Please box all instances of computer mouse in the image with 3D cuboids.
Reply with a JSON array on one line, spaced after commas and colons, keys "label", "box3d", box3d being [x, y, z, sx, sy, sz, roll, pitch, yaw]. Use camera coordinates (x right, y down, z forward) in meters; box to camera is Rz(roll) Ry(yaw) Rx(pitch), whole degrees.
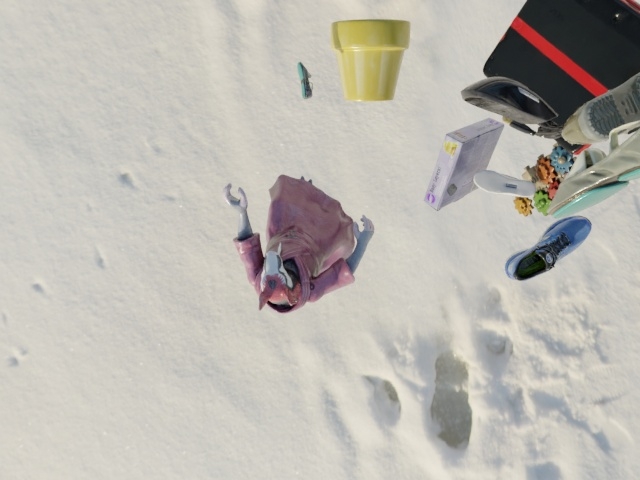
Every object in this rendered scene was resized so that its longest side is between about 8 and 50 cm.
[{"label": "computer mouse", "box3d": [0.389, -0.265, 1.006, 0.262, 0.184, 0.060, 18, 98, -8]}]

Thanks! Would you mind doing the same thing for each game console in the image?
[{"label": "game console", "box3d": [0.630, -0.463, 1.293, 0.387, 0.060, 0.342, 56, 140, 27]}]

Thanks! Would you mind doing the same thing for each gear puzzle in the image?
[{"label": "gear puzzle", "box3d": [0.689, -0.165, 1.597, 0.044, 0.339, 0.176, -21, 78, -16]}]

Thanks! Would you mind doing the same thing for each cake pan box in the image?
[{"label": "cake pan box", "box3d": [0.456, -0.245, 1.617, 0.070, 0.266, 0.246, 39, 137, 29]}]

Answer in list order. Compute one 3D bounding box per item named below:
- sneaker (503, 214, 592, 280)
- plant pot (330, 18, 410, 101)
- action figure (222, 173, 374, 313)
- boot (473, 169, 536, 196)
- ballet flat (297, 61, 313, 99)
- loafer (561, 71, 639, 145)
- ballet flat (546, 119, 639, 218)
[{"label": "sneaker", "box3d": [0.801, 0.042, 1.779, 0.330, 0.147, 0.130, -41, 93, 14]}, {"label": "plant pot", "box3d": [0.160, -0.575, 1.648, 0.254, 0.254, 0.239, 5, 110, 18]}, {"label": "action figure", "box3d": [-0.061, 0.029, 0.907, 0.248, 0.370, 0.276, 22, 120, 0]}, {"label": "boot", "box3d": [0.571, -0.173, 1.610, 0.190, 0.086, 0.069, 17, 95, 7]}, {"label": "ballet flat", "box3d": [-0.044, -0.492, 1.576, 0.041, 0.041, 0.114, -8, 94, 20]}, {"label": "loafer", "box3d": [0.512, -0.225, 0.876, 0.251, 0.087, 0.094, -19, 90, -21]}, {"label": "ballet flat", "box3d": [0.345, -0.090, 0.603, 0.072, 0.213, 0.068, -9, 76, -19]}]
